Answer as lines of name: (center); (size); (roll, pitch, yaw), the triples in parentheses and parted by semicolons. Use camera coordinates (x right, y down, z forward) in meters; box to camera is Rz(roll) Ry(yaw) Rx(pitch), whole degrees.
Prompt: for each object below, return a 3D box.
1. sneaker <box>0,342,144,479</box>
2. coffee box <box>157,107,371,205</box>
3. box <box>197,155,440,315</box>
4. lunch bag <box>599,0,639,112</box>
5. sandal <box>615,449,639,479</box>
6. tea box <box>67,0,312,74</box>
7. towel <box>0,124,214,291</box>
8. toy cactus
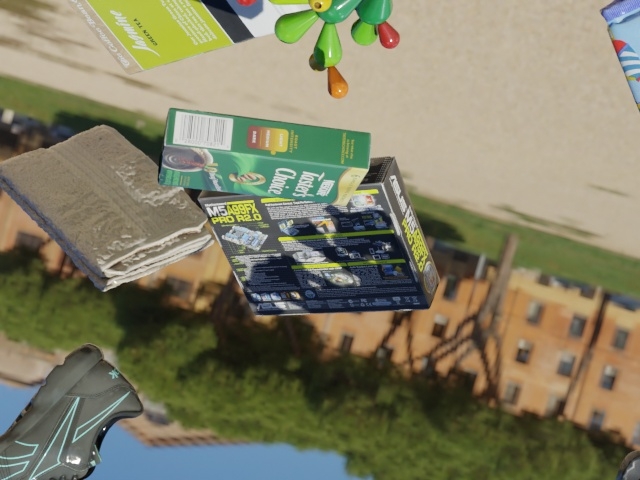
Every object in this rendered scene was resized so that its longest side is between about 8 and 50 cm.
sneaker: (-0.307, 0.239, 1.337); (0.106, 0.267, 0.101); (41, 173, 0)
coffee box: (-0.053, -0.074, 1.117); (0.184, 0.041, 0.113); (6, 163, -9)
box: (0.000, 0.000, 1.622); (0.270, 0.060, 0.216); (-4, 128, 27)
lunch bag: (0.419, -0.157, 1.029); (0.293, 0.221, 0.138); (-21, -170, 25)
sandal: (0.428, 0.391, 1.542); (0.097, 0.255, 0.054); (-5, 180, -12)
tea box: (-0.128, -0.417, 1.526); (0.323, 0.329, 0.220); (-6, 133, 41)
towel: (-0.287, -0.052, 1.621); (0.187, 0.049, 0.282); (-25, -129, -36)
toy cactus: (0.033, -0.226, 1.143); (0.180, 0.112, 0.219); (-27, 154, 21)
